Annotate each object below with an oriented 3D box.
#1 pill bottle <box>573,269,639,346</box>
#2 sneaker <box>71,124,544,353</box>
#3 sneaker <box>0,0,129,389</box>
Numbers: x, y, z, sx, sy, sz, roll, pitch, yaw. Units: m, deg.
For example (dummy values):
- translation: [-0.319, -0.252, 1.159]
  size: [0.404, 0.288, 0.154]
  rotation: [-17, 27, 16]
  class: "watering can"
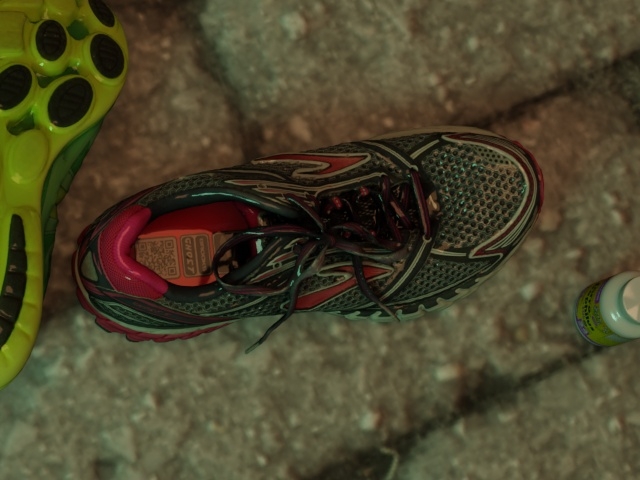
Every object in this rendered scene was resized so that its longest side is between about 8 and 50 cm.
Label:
- translation: [0.193, 0.042, 1.244]
  size: [0.043, 0.083, 0.043]
  rotation: [2, 80, -10]
  class: "pill bottle"
- translation: [0.000, 0.000, 1.202]
  size: [0.299, 0.112, 0.121]
  rotation: [-14, 84, -13]
  class: "sneaker"
- translation: [-0.199, -0.032, 1.173]
  size: [0.109, 0.123, 0.295]
  rotation: [22, 59, -13]
  class: "sneaker"
